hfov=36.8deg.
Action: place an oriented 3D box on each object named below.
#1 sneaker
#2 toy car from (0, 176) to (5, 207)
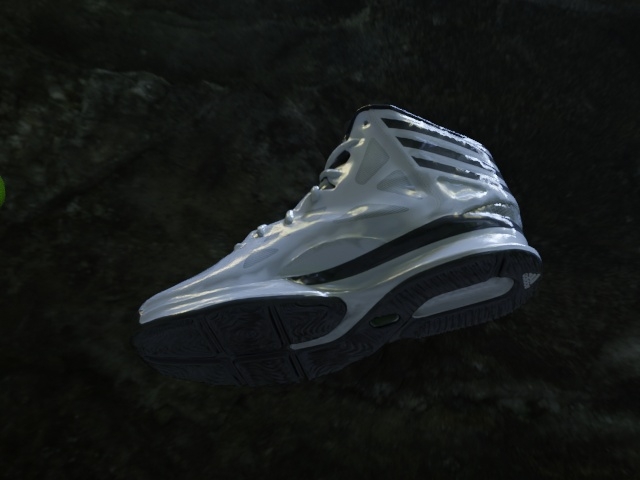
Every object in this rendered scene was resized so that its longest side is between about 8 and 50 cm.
[{"bbox_3d":[0.001,0.000,1.094,0.447,0.169,0.257,-14,-127,4],"label":"sneaker"},{"bbox_3d":[-0.394,-0.028,0.818,0.188,0.155,0.149,27,-77,-5],"label":"toy car"}]
